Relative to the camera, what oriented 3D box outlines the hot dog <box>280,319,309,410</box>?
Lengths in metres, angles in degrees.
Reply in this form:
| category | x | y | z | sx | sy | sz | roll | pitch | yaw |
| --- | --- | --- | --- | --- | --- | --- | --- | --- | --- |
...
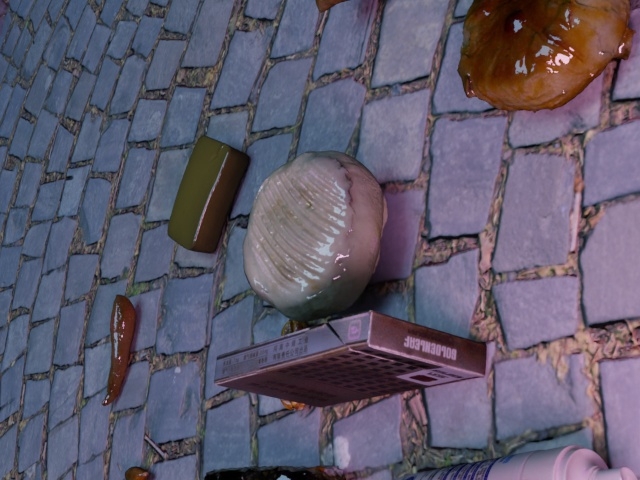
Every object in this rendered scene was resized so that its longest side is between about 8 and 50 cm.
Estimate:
| category | x | y | z | sx | sy | sz | roll | pitch | yaw |
| --- | --- | --- | --- | --- | --- | --- | --- | --- | --- |
| hot dog | -0.033 | 0.175 | 1.468 | 0.062 | 0.038 | 0.144 | -36 | 45 | 45 |

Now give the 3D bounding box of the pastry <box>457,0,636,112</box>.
| category | x | y | z | sx | sy | sz | roll | pitch | yaw |
| --- | --- | --- | --- | --- | --- | --- | --- | --- | --- |
| pastry | 0.256 | -0.250 | 1.195 | 0.229 | 0.100 | 0.218 | -51 | 39 | 26 |

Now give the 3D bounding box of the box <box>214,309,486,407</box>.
| category | x | y | z | sx | sy | sz | roll | pitch | yaw |
| --- | --- | --- | --- | --- | --- | --- | --- | --- | --- |
| box | 0.027 | 0.154 | 1.261 | 0.325 | 0.180 | 0.047 | -23 | 56 | 50 |

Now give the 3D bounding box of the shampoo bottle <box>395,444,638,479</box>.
| category | x | y | z | sx | sy | sz | roll | pitch | yaw |
| --- | --- | --- | --- | --- | --- | --- | --- | --- | --- |
| shampoo bottle | 0.195 | 0.268 | 1.051 | 0.303 | 0.092 | 0.092 | -26 | 55 | 46 |

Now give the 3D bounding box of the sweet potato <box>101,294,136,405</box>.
| category | x | y | z | sx | sy | sz | roll | pitch | yaw |
| --- | --- | --- | --- | --- | --- | --- | --- | --- | --- |
| sweet potato | -0.385 | 0.211 | 1.951 | 0.050 | 0.050 | 0.214 | -7 | 75 | 54 |

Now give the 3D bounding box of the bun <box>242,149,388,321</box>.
| category | x | y | z | sx | sy | sz | roll | pitch | yaw |
| --- | --- | --- | --- | --- | --- | --- | --- | --- | --- |
| bun | 0.000 | 0.000 | 1.411 | 0.239 | 0.141 | 0.239 | -20 | 61 | 43 |

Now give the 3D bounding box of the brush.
| category | x | y | z | sx | sy | sz | roll | pitch | yaw |
| --- | --- | --- | --- | --- | --- | --- | --- | --- | --- |
| brush | -0.202 | -0.081 | 1.810 | 0.123 | 0.059 | 0.197 | 28 | 99 | 53 |

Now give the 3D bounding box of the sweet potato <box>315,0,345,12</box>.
| category | x | y | z | sx | sy | sz | roll | pitch | yaw |
| --- | --- | --- | --- | --- | --- | --- | --- | --- | --- |
| sweet potato | 0.098 | -0.539 | 1.546 | 0.130 | 0.130 | 0.422 | 24 | 88 | 56 |

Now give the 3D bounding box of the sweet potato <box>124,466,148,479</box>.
| category | x | y | z | sx | sy | sz | roll | pitch | yaw |
| --- | --- | --- | --- | --- | --- | --- | --- | --- | --- |
| sweet potato | -0.322 | 0.411 | 1.777 | 0.095 | 0.034 | 0.034 | -20 | 59 | 62 |

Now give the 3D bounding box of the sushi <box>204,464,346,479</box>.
| category | x | y | z | sx | sy | sz | roll | pitch | yaw |
| --- | --- | --- | --- | --- | --- | --- | --- | --- | --- |
| sushi | -0.061 | 0.353 | 1.338 | 0.225 | 0.136 | 0.126 | -7 | 78 | 49 |
